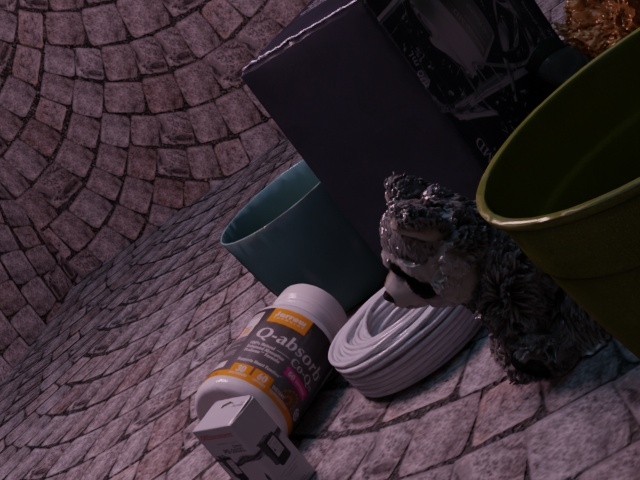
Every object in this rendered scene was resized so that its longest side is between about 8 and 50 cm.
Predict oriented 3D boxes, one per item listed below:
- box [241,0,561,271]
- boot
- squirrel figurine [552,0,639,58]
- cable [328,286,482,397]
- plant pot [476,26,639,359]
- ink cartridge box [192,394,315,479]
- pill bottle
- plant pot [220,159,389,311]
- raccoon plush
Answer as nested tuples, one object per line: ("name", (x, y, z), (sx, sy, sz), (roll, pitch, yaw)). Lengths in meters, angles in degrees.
("box", (0.191, -0.261, 2.115), (0.297, 0.480, 0.472), (-24, 20, 41))
("boot", (0.467, -0.286, 2.087), (0.246, 0.161, 0.083), (-30, -27, -43))
("squirrel figurine", (0.562, -0.354, 1.842), (0.397, 0.281, 0.370), (-31, 9, 38))
("cable", (0.133, 0.129, 1.863), (0.257, 0.089, 0.257), (-49, 17, -32))
("plant pot", (0.391, -0.002, 1.095), (0.366, 0.353, 0.366), (-37, 15, 11))
("ink cartridge box", (-0.098, 0.302, 1.768), (0.109, 0.150, 0.063), (-20, 23, 52))
("pill bottle", (-0.071, 0.203, 1.984), (0.162, 0.162, 0.278), (-25, 20, 43))
("plant pot", (0.000, 0.000, 2.280), (0.293, 0.235, 0.293), (-36, 15, 11))
("raccoon plush", (0.282, -0.037, 1.576), (0.446, 0.299, 0.216), (-40, 14, -7))
